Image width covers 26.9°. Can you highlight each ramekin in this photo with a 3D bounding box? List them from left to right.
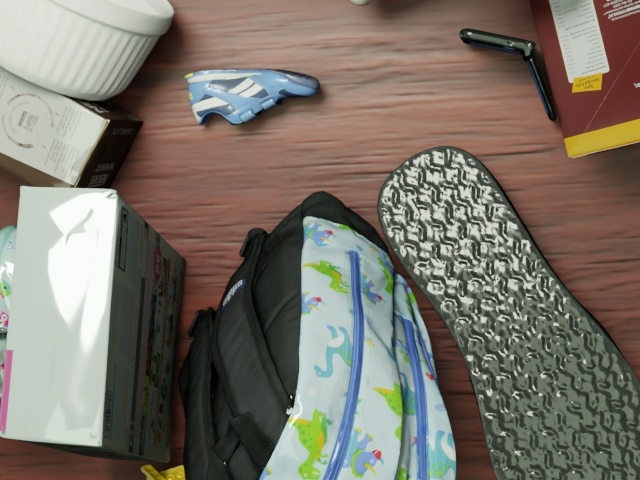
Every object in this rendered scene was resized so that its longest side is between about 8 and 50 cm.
[{"bbox_3d":[-0.261,-0.226,1.340,0.207,0.207,0.109,29,107,4],"label":"ramekin"}]

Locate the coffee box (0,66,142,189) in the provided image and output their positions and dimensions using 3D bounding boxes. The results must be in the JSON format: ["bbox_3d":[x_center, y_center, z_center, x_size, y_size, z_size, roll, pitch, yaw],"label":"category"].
[{"bbox_3d":[-0.325,-0.142,1.382,0.246,0.141,0.098,30,99,4],"label":"coffee box"}]

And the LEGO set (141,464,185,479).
[{"bbox_3d":[-0.081,0.295,1.414,0.287,0.132,0.107,0,114,-15],"label":"LEGO set"}]

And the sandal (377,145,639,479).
[{"bbox_3d":[0.212,0.106,1.369,0.167,0.107,0.446,-27,79,10],"label":"sandal"}]

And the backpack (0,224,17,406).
[{"bbox_3d":[-0.318,0.076,1.389,0.144,0.166,0.188,18,95,-4],"label":"backpack"}]

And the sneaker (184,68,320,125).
[{"bbox_3d":[-0.070,-0.150,1.395,0.144,0.053,0.059,0,95,16],"label":"sneaker"}]

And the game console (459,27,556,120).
[{"bbox_3d":[0.185,-0.164,1.324,0.107,0.122,0.071,12,97,6],"label":"game console"}]

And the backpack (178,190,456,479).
[{"bbox_3d":[-0.013,0.161,1.254,0.273,0.355,0.290,35,107,-5],"label":"backpack"}]

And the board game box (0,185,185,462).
[{"bbox_3d":[-0.209,0.093,1.282,0.097,0.303,0.224,2,78,6],"label":"board game box"}]

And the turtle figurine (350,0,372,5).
[{"bbox_3d":[0.115,-0.338,1.231,0.274,0.266,0.198,37,61,-21],"label":"turtle figurine"}]

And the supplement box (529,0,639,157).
[{"bbox_3d":[0.320,-0.196,1.251,0.191,0.129,0.194,-13,92,50],"label":"supplement box"}]
